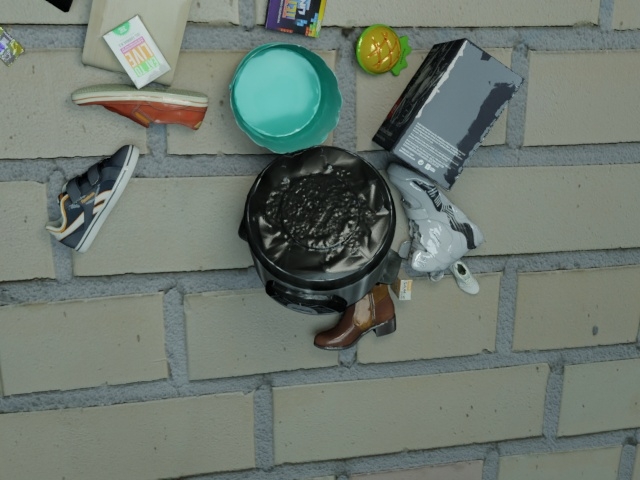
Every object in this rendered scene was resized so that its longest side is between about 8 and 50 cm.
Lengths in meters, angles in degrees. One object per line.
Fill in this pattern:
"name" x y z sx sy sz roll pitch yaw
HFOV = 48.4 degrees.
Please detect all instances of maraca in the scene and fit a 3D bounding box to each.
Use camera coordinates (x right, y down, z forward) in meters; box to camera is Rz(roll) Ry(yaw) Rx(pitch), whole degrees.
"maraca" 0.166 -0.493 1.853 0.186 0.099 0.127 2 112 -39

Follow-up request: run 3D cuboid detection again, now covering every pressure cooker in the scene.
"pressure cooker" 0.004 -0.005 1.811 0.376 0.420 0.369 -27 76 -9

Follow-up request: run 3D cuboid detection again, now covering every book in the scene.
"book" -0.437 -0.452 1.705 0.096 0.035 0.144 -31 116 2

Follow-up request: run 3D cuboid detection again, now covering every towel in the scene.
"towel" -0.765 -0.470 1.718 0.060 0.009 0.083 -41 111 4

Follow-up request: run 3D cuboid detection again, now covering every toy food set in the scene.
"toy food set" -0.438 -0.543 1.728 0.220 0.092 0.306 13 113 -15

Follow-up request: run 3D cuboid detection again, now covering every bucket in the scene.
"bucket" -0.095 -0.365 1.793 0.281 0.183 0.281 -4 108 -11

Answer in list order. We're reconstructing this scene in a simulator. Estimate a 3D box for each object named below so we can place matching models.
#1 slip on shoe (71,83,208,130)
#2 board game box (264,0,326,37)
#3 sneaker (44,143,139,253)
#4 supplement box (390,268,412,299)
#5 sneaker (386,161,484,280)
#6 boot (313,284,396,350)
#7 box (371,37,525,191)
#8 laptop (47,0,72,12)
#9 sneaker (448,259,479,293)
"slip on shoe" -0.448 -0.331 1.773 0.331 0.123 0.101 3 111 -17
"board game box" -0.057 -0.606 1.776 0.141 0.048 0.170 5 119 -13
"sneaker" -0.583 -0.121 1.805 0.127 0.126 0.321 29 102 -24
"supplement box" 0.233 0.126 2.060 0.036 0.098 0.062 -1 107 -11
"sneaker" 0.279 -0.043 1.993 0.366 0.137 0.210 39 94 -23
"boot" 0.085 0.162 2.046 0.264 0.096 0.280 -13 109 -6
"box" 0.304 -0.323 1.793 0.179 0.343 0.312 33 99 -10
"laptop" -0.620 -0.696 1.612 0.234 0.136 0.264 31 97 -19
"sneaker" 0.427 0.109 2.115 0.054 0.061 0.152 -40 112 1
